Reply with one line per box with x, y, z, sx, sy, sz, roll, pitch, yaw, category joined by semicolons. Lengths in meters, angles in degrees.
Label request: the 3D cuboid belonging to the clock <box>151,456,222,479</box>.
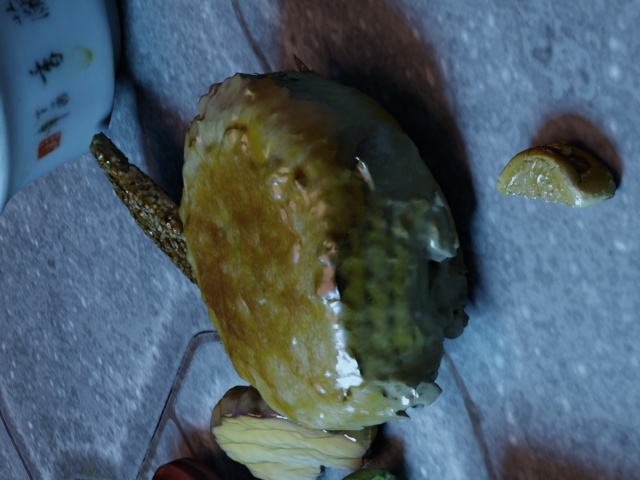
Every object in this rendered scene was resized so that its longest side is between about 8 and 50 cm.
-0.078;0.347;1.698;0.318;0.080;0.318;49;150;42;clock

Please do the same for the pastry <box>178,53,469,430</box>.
-0.001;0.005;1.274;0.236;0.121;0.257;13;116;59;pastry

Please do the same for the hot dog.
0.134;-0.041;1.090;0.090;0.030;0.034;15;119;58;hot dog

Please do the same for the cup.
-0.282;-0.191;1.628;0.347;0.163;0.347;40;140;44;cup

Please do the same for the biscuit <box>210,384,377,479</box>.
-0.023;0.142;1.467;0.118;0.061;0.183;30;155;-12;biscuit

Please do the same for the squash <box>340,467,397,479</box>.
0.019;0.245;1.456;0.069;0.069;0.239;56;152;26;squash

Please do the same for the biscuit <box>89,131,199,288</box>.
-0.111;0.003;1.536;0.231;0.025;0.131;40;166;47;biscuit
